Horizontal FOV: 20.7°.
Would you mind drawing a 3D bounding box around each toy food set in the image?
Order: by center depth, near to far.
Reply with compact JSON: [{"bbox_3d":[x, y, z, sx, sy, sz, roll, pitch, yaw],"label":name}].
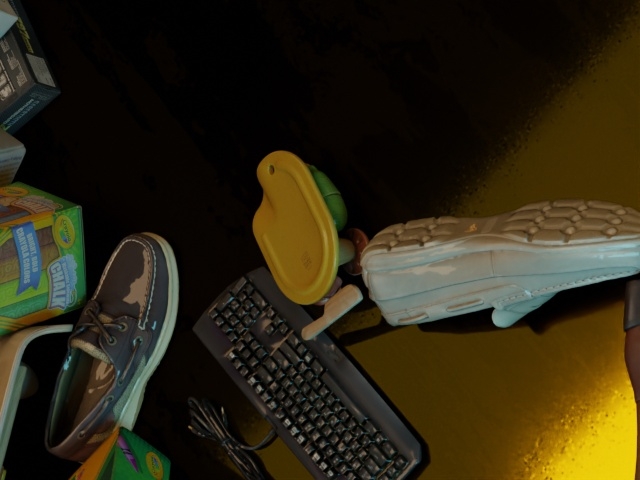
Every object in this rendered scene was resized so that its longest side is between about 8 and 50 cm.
[{"bbox_3d":[0.000,0.000,1.932,0.128,0.071,0.218,-50,56,44],"label":"toy food set"},{"bbox_3d":[-0.376,0.244,2.063,0.220,0.092,0.306,-6,70,62],"label":"toy food set"}]

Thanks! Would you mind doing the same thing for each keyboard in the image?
[{"bbox_3d":[-0.043,0.194,1.944,0.201,0.033,0.317,-51,60,15],"label":"keyboard"}]

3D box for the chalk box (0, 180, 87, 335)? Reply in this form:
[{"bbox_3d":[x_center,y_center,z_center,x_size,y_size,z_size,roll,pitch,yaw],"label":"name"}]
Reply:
[{"bbox_3d":[-0.359,0.018,2.058,0.132,0.213,0.132,20,120,44],"label":"chalk box"}]

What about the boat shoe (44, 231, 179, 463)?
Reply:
[{"bbox_3d":[-0.248,0.126,2.045,0.103,0.092,0.285,21,94,33],"label":"boat shoe"}]

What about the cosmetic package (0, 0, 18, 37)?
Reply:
[{"bbox_3d":[-0.484,-0.308,2.108,0.085,0.231,0.117,-44,64,19],"label":"cosmetic package"}]

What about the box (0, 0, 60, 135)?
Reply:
[{"bbox_3d":[-0.451,-0.234,2.250,0.183,0.059,0.232,-37,66,22],"label":"box"}]

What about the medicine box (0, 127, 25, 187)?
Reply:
[{"bbox_3d":[-0.554,-0.059,2.175,0.263,0.149,0.289,35,111,14],"label":"medicine box"}]

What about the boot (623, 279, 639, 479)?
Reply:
[{"bbox_3d":[0.400,0.168,1.631,0.264,0.096,0.280,-6,80,31],"label":"boot"}]

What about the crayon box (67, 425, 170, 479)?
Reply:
[{"bbox_3d":[-0.289,0.361,1.989,0.278,0.081,0.165,-47,17,18],"label":"crayon box"}]

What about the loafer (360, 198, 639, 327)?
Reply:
[{"bbox_3d":[0.195,0.030,1.787,0.319,0.112,0.111,-6,115,31],"label":"loafer"}]
